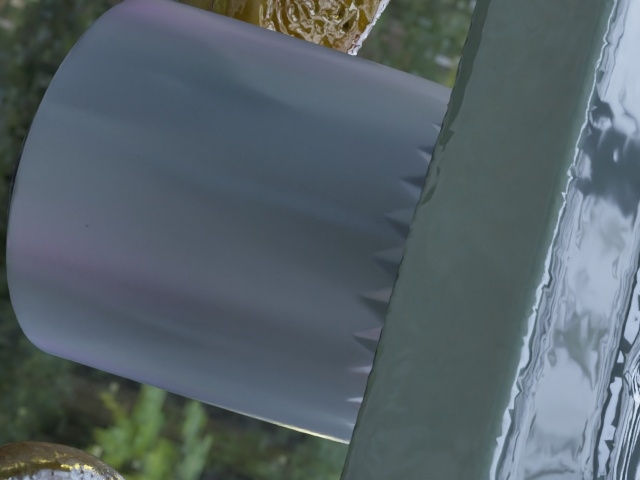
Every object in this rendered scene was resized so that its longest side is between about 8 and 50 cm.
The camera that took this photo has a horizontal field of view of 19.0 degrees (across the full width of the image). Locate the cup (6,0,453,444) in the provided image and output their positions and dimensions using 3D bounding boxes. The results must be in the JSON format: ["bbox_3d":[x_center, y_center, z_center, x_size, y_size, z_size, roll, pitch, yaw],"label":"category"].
[{"bbox_3d":[0.000,0.000,1.248,0.253,0.371,0.253,17,90,-71],"label":"cup"}]

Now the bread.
[{"bbox_3d":[-0.046,-0.209,1.518,0.167,0.132,0.294,-68,-157,1],"label":"bread"}]

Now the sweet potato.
[{"bbox_3d":[-0.224,0.236,1.673,0.079,0.346,0.108,10,-108,43],"label":"sweet potato"}]

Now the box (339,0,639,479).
[{"bbox_3d":[0.163,0.050,0.846,0.090,0.367,0.373,1,-115,36],"label":"box"}]
